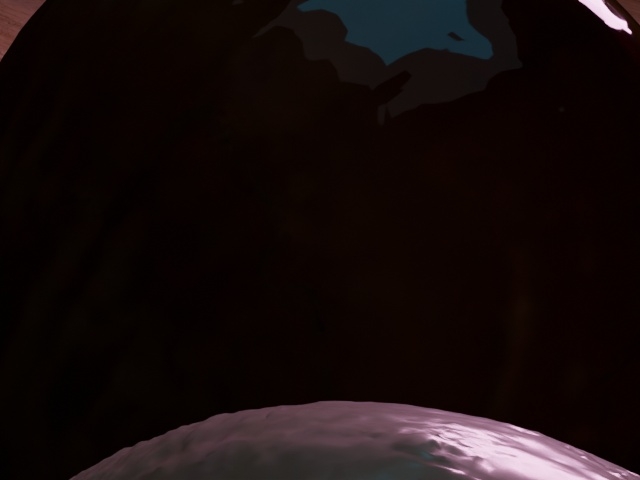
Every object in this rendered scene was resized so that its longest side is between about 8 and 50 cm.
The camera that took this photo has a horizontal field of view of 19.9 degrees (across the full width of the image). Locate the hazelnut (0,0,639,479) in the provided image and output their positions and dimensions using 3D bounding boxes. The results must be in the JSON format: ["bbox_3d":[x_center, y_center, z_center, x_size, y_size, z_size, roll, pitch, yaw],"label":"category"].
[{"bbox_3d":[0.000,0.000,0.917,0.402,0.402,0.429,-5,24,-32],"label":"hazelnut"}]

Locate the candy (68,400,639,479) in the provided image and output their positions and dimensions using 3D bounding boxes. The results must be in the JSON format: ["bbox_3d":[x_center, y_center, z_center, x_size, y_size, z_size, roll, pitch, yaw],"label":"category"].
[{"bbox_3d":[0.038,0.154,0.467,0.295,0.295,0.185,12,34,19],"label":"candy"}]
